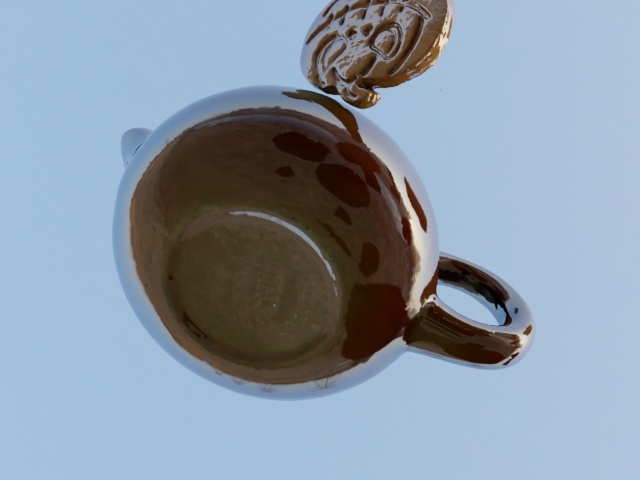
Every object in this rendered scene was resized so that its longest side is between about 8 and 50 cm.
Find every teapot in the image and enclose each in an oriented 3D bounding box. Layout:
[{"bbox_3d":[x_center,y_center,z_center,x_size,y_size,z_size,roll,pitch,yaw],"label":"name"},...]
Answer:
[{"bbox_3d":[0.000,0.000,0.677,0.252,0.135,0.178,21,-54,1],"label":"teapot"}]

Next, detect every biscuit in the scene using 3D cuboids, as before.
[{"bbox_3d":[0.026,-0.102,0.630,0.091,0.015,0.078,-8,-123,38],"label":"biscuit"}]
